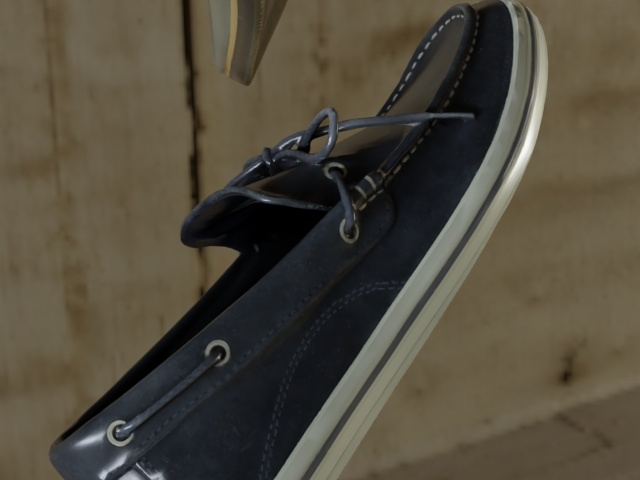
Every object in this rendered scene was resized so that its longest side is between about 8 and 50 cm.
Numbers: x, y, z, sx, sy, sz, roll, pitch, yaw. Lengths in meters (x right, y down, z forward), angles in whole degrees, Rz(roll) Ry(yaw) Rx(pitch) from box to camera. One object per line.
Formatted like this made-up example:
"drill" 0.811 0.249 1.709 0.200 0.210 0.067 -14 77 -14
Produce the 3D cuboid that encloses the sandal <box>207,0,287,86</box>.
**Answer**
"sandal" -0.028 -0.093 0.408 0.049 0.072 0.180 23 174 7

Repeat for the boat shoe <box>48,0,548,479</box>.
"boat shoe" 0.000 0.000 1.038 0.500 0.156 0.187 -56 -170 -28
